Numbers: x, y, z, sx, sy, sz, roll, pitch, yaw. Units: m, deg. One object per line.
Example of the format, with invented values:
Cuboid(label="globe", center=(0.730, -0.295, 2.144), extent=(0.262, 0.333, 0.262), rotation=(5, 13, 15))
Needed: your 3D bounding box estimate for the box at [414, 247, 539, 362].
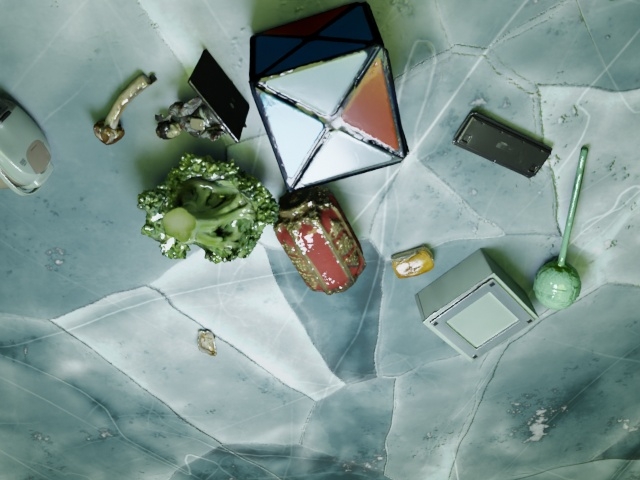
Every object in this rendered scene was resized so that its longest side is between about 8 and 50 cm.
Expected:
Cuboid(label="box", center=(0.415, 0.179, 1.584), extent=(0.225, 0.117, 0.225), rotation=(-39, 119, 21))

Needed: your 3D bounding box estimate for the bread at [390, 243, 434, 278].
Cuboid(label="bread", center=(0.239, 0.060, 1.525), extent=(0.106, 0.053, 0.072), rotation=(-16, 122, 14))

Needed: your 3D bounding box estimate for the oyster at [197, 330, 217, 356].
Cuboid(label="oyster", center=(-0.318, 0.286, 1.657), extent=(0.051, 0.034, 0.093), rotation=(-9, 116, -17))

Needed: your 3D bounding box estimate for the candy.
Cuboid(label="candy", center=(0.616, -0.022, 1.484), extent=(0.119, 0.119, 0.440), rotation=(-3, 117, -3))

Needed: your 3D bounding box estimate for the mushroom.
Cuboid(label="mushroom", center=(-0.408, -0.274, 1.236), extent=(0.060, 0.061, 0.187), rotation=(36, 112, -20))

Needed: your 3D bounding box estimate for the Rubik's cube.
Cuboid(label="Rubik's cube", center=(0.015, -0.279, 1.147), extent=(0.246, 0.248, 0.250), rotation=(-15, 127, 7))

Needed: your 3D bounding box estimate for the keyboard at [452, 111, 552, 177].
Cuboid(label="keyboard", center=(0.416, -0.215, 1.359), extent=(0.230, 0.025, 0.094), rotation=(20, 120, -18))

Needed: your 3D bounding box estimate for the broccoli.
Cuboid(label="broccoli", center=(-0.253, -0.068, 1.298), extent=(0.288, 0.235, 0.260), rotation=(-37, 152, 12))

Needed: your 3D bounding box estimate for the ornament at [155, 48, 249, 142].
Cuboid(label="ornament", center=(-0.269, -0.250, 1.220), extent=(0.196, 0.153, 0.166), rotation=(-24, 124, 24))

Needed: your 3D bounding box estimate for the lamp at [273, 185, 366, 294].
Cuboid(label="lamp", center=(0.000, 0.000, 1.394), extent=(0.177, 0.177, 0.274), rotation=(-21, 124, 11))

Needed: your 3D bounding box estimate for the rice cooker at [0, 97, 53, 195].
Cuboid(label="rice cooker", center=(-0.648, -0.191, 1.223), extent=(0.127, 0.145, 0.206), rotation=(-6, 130, 15))
